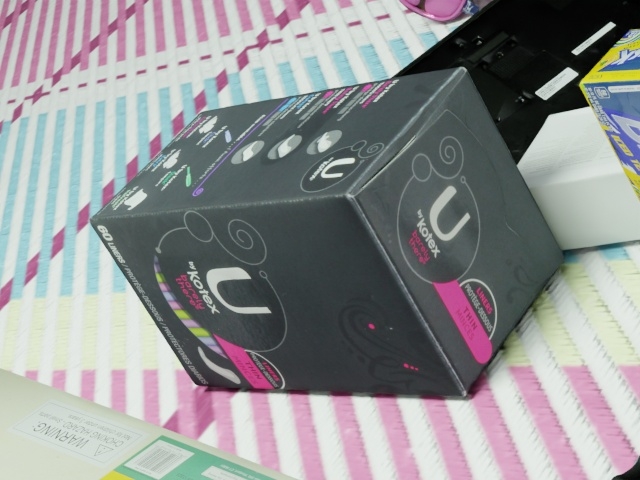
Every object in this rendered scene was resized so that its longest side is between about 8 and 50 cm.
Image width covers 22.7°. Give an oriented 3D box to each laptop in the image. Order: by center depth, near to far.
[{"bbox_3d":[0.149,-0.116,1.333,0.234,0.136,0.264,-39,50,-14],"label":"laptop"}]

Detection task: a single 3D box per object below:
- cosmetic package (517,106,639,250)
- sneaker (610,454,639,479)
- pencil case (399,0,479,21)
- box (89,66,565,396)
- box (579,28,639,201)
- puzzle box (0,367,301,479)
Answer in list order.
[{"bbox_3d":[0.240,-0.053,1.036,0.239,0.060,0.099,-9,30,42],"label":"cosmetic package"},{"bbox_3d":[0.202,0.094,0.779,0.162,0.073,0.063,-42,25,-23],"label":"sneaker"},{"bbox_3d":[0.156,-0.304,1.601,0.209,0.095,0.098,-54,1,-41],"label":"pencil case"},{"bbox_3d":[0.000,0.000,1.093,0.270,0.165,0.143,-5,35,47],"label":"box"},{"bbox_3d":[0.215,-0.038,0.902,0.054,0.169,0.059,-45,27,-27],"label":"box"},{"bbox_3d":[-0.206,0.195,0.953,0.409,0.052,0.272,13,36,45],"label":"puzzle box"}]
